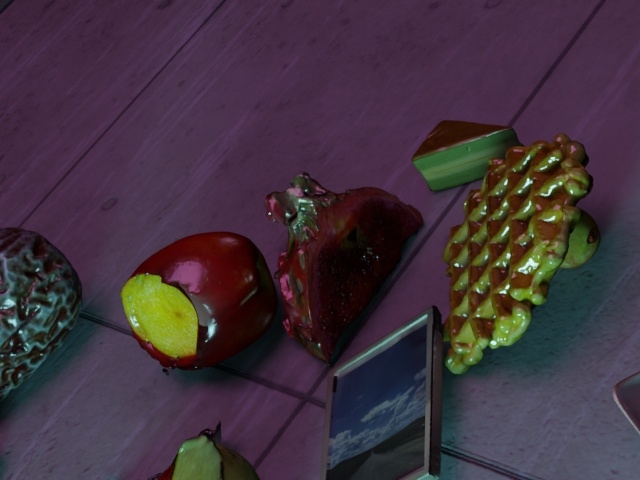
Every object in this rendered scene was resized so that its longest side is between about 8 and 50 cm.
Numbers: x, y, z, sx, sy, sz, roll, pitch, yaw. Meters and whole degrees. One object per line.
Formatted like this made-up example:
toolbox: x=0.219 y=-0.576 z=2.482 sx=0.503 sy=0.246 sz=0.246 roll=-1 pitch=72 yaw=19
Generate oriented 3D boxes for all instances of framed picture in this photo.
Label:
framed picture: x=0.072 y=0.214 z=1.486 sx=0.189 sy=0.023 sz=0.260 roll=-35 pitch=31 yaw=32

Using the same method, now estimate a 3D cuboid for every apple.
apple: x=0.299 y=-0.006 z=1.528 sx=0.084 sy=0.071 sz=0.084 roll=-25 pitch=33 yaw=18

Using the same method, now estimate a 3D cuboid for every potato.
potato: x=-0.113 y=0.361 z=1.408 sx=0.160 sy=0.111 sz=0.272 roll=-24 pitch=51 yaw=54

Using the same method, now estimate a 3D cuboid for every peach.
peach: x=-0.177 y=0.088 z=1.749 sx=0.226 sy=0.190 sz=0.196 roll=-23 pitch=49 yaw=10

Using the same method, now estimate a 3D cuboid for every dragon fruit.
dragon fruit: x=0.000 y=0.000 z=1.688 sx=0.134 sy=0.212 sz=0.262 roll=12 pitch=51 yaw=40

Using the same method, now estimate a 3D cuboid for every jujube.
jujube: x=-0.529 y=0.133 z=2.001 sx=0.317 sy=0.226 sz=0.226 roll=-48 pitch=35 yaw=-12

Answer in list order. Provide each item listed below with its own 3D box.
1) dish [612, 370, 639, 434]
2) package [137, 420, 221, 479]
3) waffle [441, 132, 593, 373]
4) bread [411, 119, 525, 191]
dish: x=0.414 y=0.149 z=1.231 sx=0.212 sy=0.077 sz=0.151 roll=-36 pitch=32 yaw=2
package: x=-0.209 y=0.347 z=1.578 sx=0.269 sy=0.071 sz=0.194 roll=-40 pitch=19 yaw=3
waffle: x=0.220 y=0.007 z=1.512 sx=0.281 sy=0.058 sz=0.301 roll=-38 pitch=30 yaw=59
bread: x=0.210 y=-0.112 z=1.738 sx=0.139 sy=0.074 sz=0.084 roll=13 pitch=57 yaw=47
